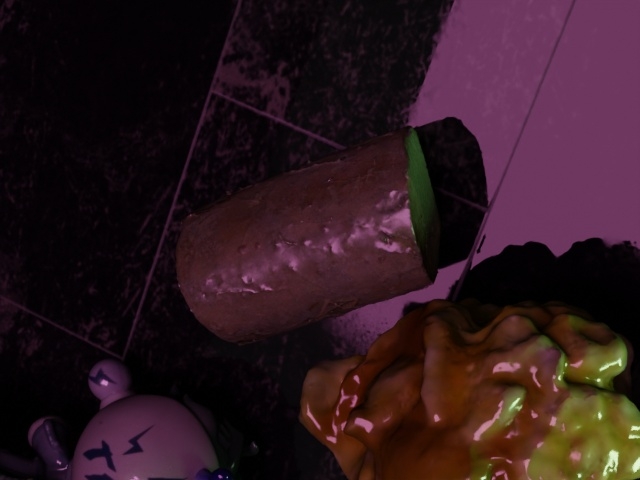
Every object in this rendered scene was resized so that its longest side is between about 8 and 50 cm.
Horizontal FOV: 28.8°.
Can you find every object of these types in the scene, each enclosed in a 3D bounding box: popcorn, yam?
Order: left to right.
[{"bbox_3d":[0.000,0.000,1.255,0.268,0.161,0.161,-19,91,22],"label":"yam"},{"bbox_3d":[0.158,0.183,1.139,0.274,0.335,0.279,-19,83,-22],"label":"popcorn"}]

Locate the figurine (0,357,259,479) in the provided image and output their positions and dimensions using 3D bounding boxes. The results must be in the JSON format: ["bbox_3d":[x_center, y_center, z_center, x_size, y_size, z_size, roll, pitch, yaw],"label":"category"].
[{"bbox_3d":[-0.253,0.271,1.385,0.381,0.186,0.261,-6,102,17],"label":"figurine"}]
